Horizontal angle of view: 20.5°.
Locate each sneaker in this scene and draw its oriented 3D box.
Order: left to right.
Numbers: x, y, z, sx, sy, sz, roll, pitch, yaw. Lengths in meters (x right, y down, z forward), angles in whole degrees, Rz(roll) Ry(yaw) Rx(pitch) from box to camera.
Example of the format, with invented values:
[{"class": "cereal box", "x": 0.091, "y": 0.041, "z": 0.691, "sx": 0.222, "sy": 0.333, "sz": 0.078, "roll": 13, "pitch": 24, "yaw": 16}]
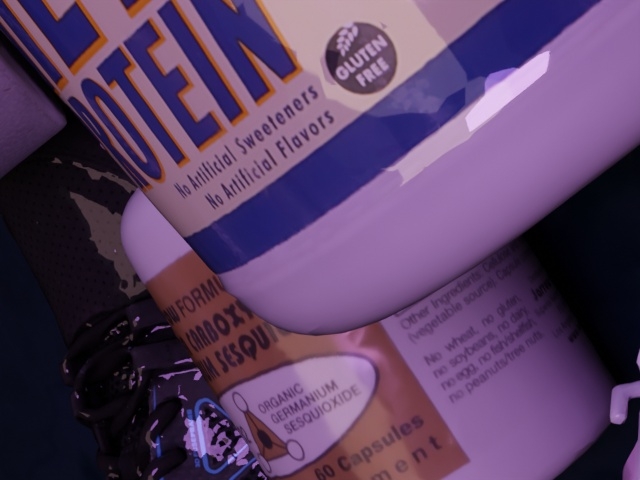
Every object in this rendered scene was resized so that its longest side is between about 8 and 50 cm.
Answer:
[{"class": "sneaker", "x": -0.045, "y": 0.087, "z": 0.750, "sx": 0.341, "sy": 0.140, "sz": 0.125, "roll": 55, "pitch": 137, "yaw": 4}]

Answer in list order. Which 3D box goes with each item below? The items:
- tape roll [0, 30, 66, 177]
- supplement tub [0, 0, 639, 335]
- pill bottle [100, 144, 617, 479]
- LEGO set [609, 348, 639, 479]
[{"class": "tape roll", "x": -0.239, "y": -0.171, "z": 0.645, "sx": 0.392, "sy": 0.072, "sz": 0.392, "roll": 52, "pitch": 178, "yaw": 2}, {"class": "supplement tub", "x": -0.024, "y": -0.162, "z": 0.492, "sx": 0.325, "sy": 0.235, "sz": 0.235, "roll": 49, "pitch": 136, "yaw": -6}, {"class": "pill bottle", "x": 0.000, "y": 0.000, "z": 0.669, "sx": 0.131, "sy": 0.131, "sz": 0.229, "roll": -33, "pitch": 90, "yaw": 46}, {"class": "LEGO set", "x": 0.228, "y": 0.082, "z": 0.542, "sx": 0.287, "sy": 0.132, "sz": 0.107, "roll": 20, "pitch": 146, "yaw": 3}]
